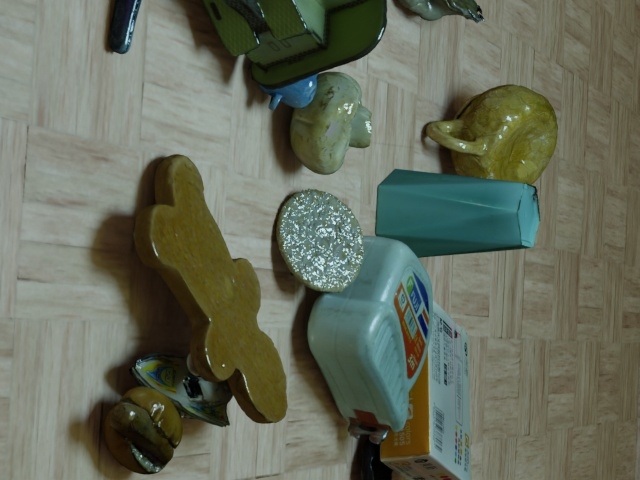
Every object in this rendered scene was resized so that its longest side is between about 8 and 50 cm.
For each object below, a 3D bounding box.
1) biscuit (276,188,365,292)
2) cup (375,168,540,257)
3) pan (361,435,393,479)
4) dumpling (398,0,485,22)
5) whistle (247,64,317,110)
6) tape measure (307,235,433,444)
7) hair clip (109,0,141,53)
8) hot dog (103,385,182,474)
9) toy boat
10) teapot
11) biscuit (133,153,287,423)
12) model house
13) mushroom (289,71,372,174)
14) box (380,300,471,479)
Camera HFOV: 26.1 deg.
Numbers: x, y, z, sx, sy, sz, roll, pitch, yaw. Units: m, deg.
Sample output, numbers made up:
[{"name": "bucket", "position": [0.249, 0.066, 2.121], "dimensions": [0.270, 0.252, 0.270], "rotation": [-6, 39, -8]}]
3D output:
[{"name": "biscuit", "position": [0.000, 0.000, 1.912], "dimensions": [0.152, 0.020, 0.152], "rotation": [13, 66, -31]}, {"name": "cup", "position": [0.222, -0.040, 2.184], "dimensions": [0.148, 0.236, 0.134], "rotation": [-51, 136, -53]}, {"name": "pan", "position": [0.108, 0.353, 2.190], "dimensions": [0.212, 0.040, 0.114], "rotation": [-3, 92, -66]}, {"name": "dumpling", "position": [0.188, -0.404, 2.261], "dimensions": [0.332, 0.086, 0.166], "rotation": [9, 51, -63]}, {"name": "whistle", "position": [-0.009, -0.286, 1.835], "dimensions": [0.269, 0.093, 0.180], "rotation": [-62, -171, -17]}, {"name": "tape measure", "position": [0.073, 0.132, 2.021], "dimensions": [0.243, 0.125, 0.246], "rotation": [68, 37, -49]}, {"name": "hair clip", "position": [-0.194, -0.336, 1.570], "dimensions": [0.083, 0.048, 0.275], "rotation": [65, 40, -58]}, {"name": "hot dog", "position": [-0.197, 0.210, 1.538], "dimensions": [0.090, 0.060, 0.140], "rotation": [-42, 138, -20]}, {"name": "toy boat", "position": [-0.164, 0.167, 1.620], "dimensions": [0.210, 0.066, 0.084], "rotation": [27, 66, -60]}, {"name": "teapot", "position": [0.294, -0.186, 2.420], "dimensions": [0.311, 0.167, 0.203], "rotation": [-6, 122, -43]}, {"name": "biscuit", "position": [-0.128, 0.079, 1.629], "dimensions": [0.339, 0.047, 0.216], "rotation": [62, 25, -28]}, {"name": "model house", "position": [-0.069, -0.353, 1.652], "dimensions": [0.279, 0.205, 0.218], "rotation": [38, 45, -46]}, {"name": "mushroom", "position": [0.015, -0.162, 1.894], "dimensions": [0.148, 0.112, 0.148], "rotation": [-173, -90, -89]}, {"name": "box", "position": [0.171, 0.246, 2.209], "dimensions": [0.221, 0.091, 0.273], "rotation": [46, 40, -55]}]
